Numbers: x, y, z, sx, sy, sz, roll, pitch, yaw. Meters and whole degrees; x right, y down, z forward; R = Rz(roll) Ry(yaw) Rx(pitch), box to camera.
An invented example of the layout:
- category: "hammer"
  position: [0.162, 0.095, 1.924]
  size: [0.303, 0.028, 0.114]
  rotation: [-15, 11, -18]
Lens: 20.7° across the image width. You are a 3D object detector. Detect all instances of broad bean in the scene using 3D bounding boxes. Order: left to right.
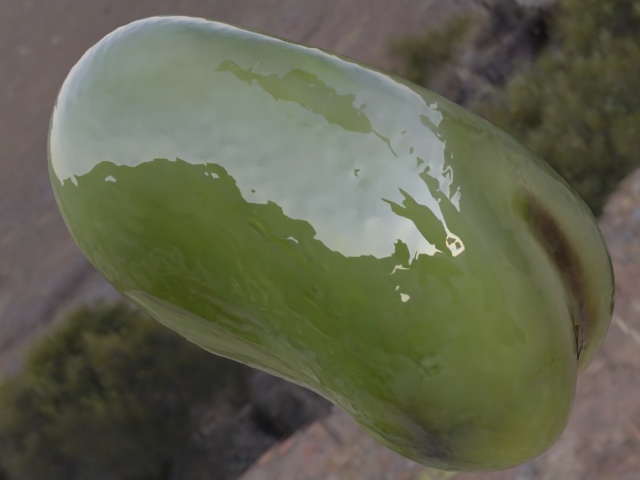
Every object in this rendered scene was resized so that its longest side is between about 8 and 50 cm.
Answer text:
- category: "broad bean"
  position: [0.000, 0.000, 0.747]
  size: [0.189, 0.263, 0.121]
  rotation: [109, -176, -50]
